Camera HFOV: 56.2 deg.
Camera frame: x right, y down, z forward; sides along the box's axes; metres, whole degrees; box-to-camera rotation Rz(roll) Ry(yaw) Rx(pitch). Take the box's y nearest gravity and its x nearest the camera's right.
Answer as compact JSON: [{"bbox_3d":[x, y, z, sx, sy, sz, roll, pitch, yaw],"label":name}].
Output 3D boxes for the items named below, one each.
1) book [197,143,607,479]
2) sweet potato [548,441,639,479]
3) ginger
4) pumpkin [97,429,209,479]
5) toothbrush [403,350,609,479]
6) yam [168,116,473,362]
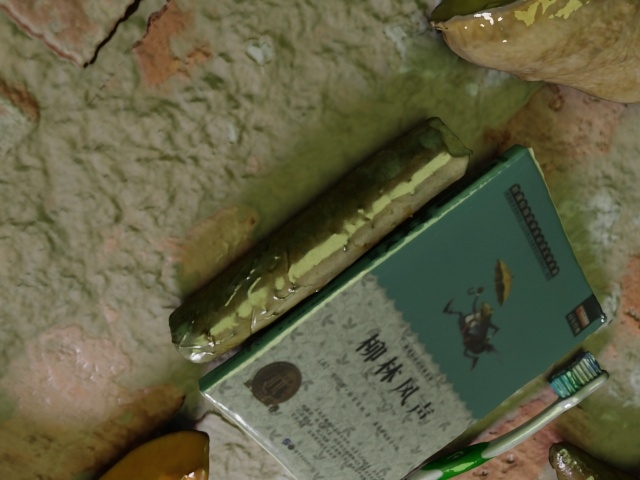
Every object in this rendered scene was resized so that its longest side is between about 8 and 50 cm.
[{"bbox_3d":[0.103,0.111,0.615,0.379,0.031,0.264,-37,120,0],"label":"book"},{"bbox_3d":[0.400,0.316,0.731,0.310,0.098,0.124,10,83,-15],"label":"sweet potato"},{"bbox_3d":[0.267,-0.201,0.526,0.354,0.126,0.190,-2,118,-10],"label":"ginger"},{"bbox_3d":[-0.211,0.340,0.571,0.290,0.095,0.258,-25,116,-23],"label":"pumpkin"},{"bbox_3d":[0.148,0.258,0.678,0.418,0.042,0.040,-34,82,-2],"label":"toothbrush"},{"bbox_3d":[0.000,0.000,0.547,0.317,0.067,0.071,-37,74,2],"label":"yam"}]
